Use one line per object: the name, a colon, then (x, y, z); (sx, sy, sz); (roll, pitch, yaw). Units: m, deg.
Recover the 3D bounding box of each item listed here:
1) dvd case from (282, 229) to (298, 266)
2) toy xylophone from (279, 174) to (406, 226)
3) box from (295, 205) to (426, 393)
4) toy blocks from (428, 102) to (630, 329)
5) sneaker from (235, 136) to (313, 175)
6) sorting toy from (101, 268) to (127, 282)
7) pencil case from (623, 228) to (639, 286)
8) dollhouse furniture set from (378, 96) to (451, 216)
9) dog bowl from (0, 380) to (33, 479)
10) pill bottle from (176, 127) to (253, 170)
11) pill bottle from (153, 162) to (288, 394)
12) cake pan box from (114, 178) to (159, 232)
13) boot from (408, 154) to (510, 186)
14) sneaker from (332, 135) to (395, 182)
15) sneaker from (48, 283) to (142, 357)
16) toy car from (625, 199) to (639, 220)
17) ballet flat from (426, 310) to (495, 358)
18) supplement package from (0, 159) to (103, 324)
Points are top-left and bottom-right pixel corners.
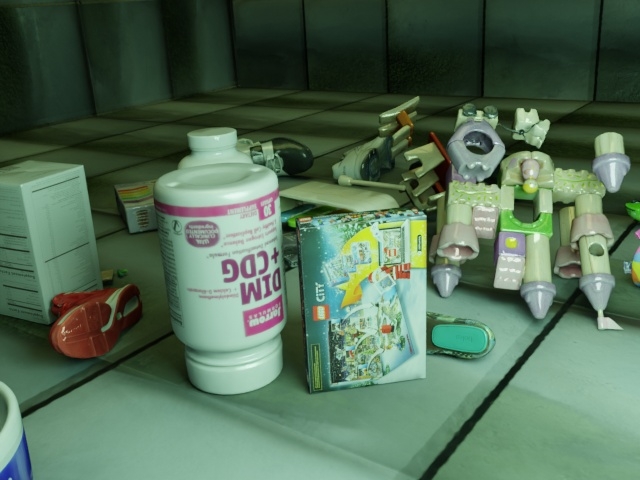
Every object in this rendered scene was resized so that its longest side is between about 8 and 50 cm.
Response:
dvd case: (0.000, 0.000, 1.438); (0.221, 0.018, 0.164); (-14, 22, -27)
toy xylophone: (0.046, -0.069, 1.472); (0.236, 0.081, 0.322); (-18, 24, -37)
box: (0.055, 0.078, 0.893); (0.159, 0.233, 0.044); (-6, 21, -7)
toy blocks: (0.319, -0.004, 1.070); (0.288, 0.309, 0.260); (6, 63, 3)
sneaker: (-0.186, -0.214, 1.956); (0.330, 0.122, 0.146); (4, 39, 18)
sorting toy: (-0.411, 0.070, 1.317); (0.083, 0.012, 0.062); (-11, 16, -10)
pencil case: (0.600, 0.056, 1.069); (0.104, 0.104, 0.236); (-17, 25, -33)
dollhouse furniture set: (0.244, -0.147, 1.466); (0.135, 0.262, 0.259); (-28, -15, -3)
dog bowl: (-0.438, 0.244, 0.703); (0.265, 0.104, 0.265); (-3, 20, 1)
pill bottle: (-0.193, -0.077, 1.320); (0.146, 0.264, 0.146); (-3, 20, 1)
pill bottle: (-0.126, 0.050, 0.928); (0.160, 0.283, 0.160); (-3, 20, 1)
cake pan box: (-0.358, -0.099, 1.703); (0.267, 0.070, 0.246); (-10, 23, -18)
boot: (0.369, -0.155, 1.689); (0.246, 0.094, 0.207); (23, 36, 39)
sneaker: (0.129, -0.239, 1.961); (0.129, 0.111, 0.297); (0, 18, 26)
sneaker: (-0.381, 0.130, 1.076); (0.128, 0.087, 0.221); (-7, 6, 15)
toy car: (0.742, -0.062, 1.437); (0.225, 0.053, 0.239); (-6, 19, -7)
ballet flat: (0.162, 0.134, 0.997); (0.188, 0.070, 0.070); (11, 24, 31)
supplement package: (-0.482, -0.001, 1.183); (0.134, 0.244, 0.139); (8, 22, 26)
